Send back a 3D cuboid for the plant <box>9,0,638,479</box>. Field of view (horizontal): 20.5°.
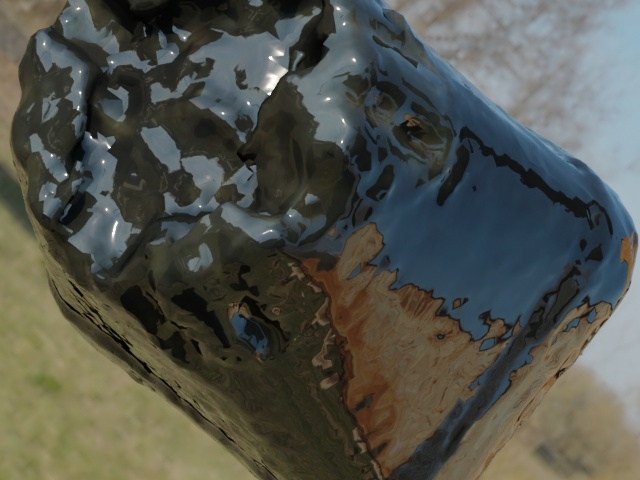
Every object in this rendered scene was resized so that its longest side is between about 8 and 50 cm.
[{"bbox_3d":[0.000,0.000,0.548,0.164,0.142,0.256,36,-9,21],"label":"plant"}]
